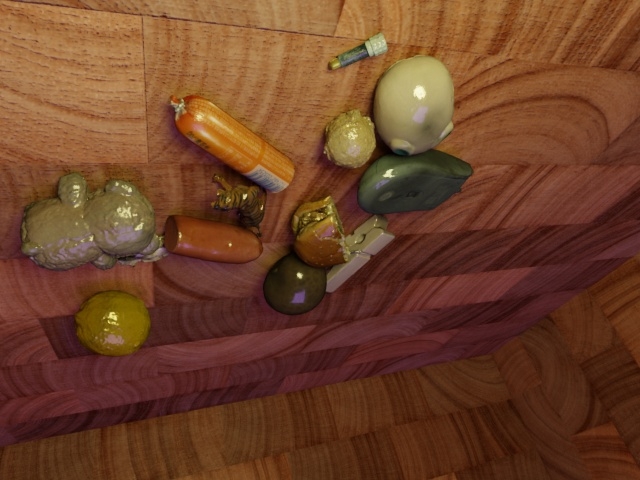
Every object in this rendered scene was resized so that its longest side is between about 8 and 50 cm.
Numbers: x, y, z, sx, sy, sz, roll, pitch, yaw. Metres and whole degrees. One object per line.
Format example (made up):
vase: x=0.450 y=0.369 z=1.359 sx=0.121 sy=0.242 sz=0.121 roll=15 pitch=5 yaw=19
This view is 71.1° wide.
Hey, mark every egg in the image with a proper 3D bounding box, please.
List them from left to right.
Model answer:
egg: x=0.065 y=-0.220 z=0.997 sx=0.116 sy=0.118 sz=0.140 roll=25 pitch=161 yaw=13

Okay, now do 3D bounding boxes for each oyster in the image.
oyster: x=-0.472 y=0.029 z=1.193 sx=0.200 sy=0.061 sz=0.106 roll=-8 pitch=165 yaw=-10

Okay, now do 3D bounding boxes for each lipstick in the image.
lipstick: x=0.069 y=-0.356 z=0.856 sx=0.116 sy=0.037 sz=0.037 roll=-20 pitch=149 yaw=12

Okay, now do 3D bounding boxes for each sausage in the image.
sausage: x=-0.270 y=0.003 z=1.175 sx=0.259 sy=0.113 sz=0.113 roll=12 pitch=138 yaw=-38
sausage: x=-0.183 y=-0.200 z=0.922 sx=0.093 sy=0.092 sz=0.312 roll=-32 pitch=145 yaw=23

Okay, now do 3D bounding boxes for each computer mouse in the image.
computer mouse: x=0.238 y=-0.159 z=1.163 sx=0.371 sy=0.121 sz=0.188 roll=-1 pitch=149 yaw=-36

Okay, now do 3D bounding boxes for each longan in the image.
longan: x=-0.076 y=0.135 z=1.409 sx=0.198 sy=0.198 sz=0.212 roll=13 pitch=106 yaw=-39

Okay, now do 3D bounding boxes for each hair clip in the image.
hair clip: x=0.092 y=0.047 z=1.436 sx=0.085 sy=0.101 sz=0.331 roll=17 pitch=133 yaw=-37

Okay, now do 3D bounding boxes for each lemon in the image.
lemon: x=-0.603 y=0.243 z=1.313 sx=0.192 sy=0.192 sz=0.231 roll=-34 pitch=138 yaw=25

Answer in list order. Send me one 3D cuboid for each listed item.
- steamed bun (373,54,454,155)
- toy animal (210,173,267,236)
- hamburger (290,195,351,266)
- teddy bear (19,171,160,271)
steamed bun: x=0.206 y=-0.271 z=0.963 sx=0.177 sy=0.130 sz=0.228 roll=-16 pitch=147 yaw=-6
toy animal: x=-0.172 y=-0.072 z=1.103 sx=0.114 sy=0.116 sz=0.255 roll=-18 pitch=149 yaw=4
hamburger: x=0.000 y=0.000 z=1.271 sx=0.157 sy=0.143 sz=0.283 roll=-21 pitch=150 yaw=2
teddy bear: x=-0.497 y=-0.033 z=0.972 sx=0.267 sy=0.151 sz=0.235 roll=-21 pitch=122 yaw=-13
